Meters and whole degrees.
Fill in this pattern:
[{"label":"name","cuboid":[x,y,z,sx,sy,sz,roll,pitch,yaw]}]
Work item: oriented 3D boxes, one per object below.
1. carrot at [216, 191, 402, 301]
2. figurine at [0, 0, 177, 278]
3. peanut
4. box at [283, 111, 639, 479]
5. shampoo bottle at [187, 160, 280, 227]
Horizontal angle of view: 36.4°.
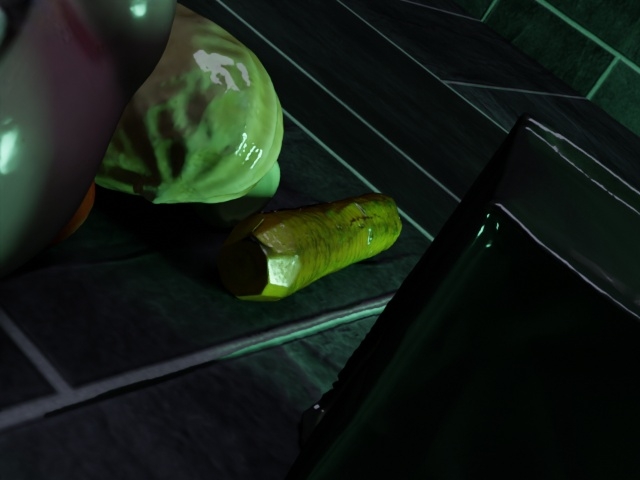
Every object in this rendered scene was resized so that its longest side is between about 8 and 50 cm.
[{"label":"carrot","cuboid":[0.000,0.000,0.816,0.070,0.070,0.260,40,23,16]},{"label":"figurine","cuboid":[-0.223,-0.066,0.505,0.270,0.261,0.211,29,54,-23]},{"label":"peanut","cuboid":[-0.170,-0.127,0.732,0.325,0.153,0.140,24,-1,18]},{"label":"box","cuboid":[0.164,0.143,0.505,0.345,0.251,0.204,35,23,5]},{"label":"shampoo bottle","cuboid":[-0.109,-0.086,0.829,0.079,0.079,0.162,2,38,-51]}]
